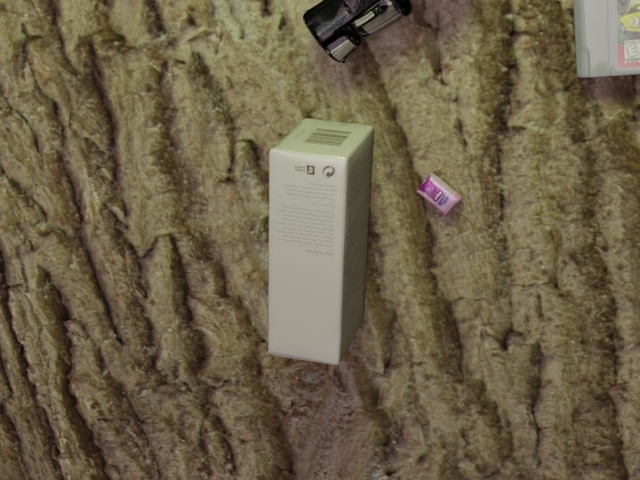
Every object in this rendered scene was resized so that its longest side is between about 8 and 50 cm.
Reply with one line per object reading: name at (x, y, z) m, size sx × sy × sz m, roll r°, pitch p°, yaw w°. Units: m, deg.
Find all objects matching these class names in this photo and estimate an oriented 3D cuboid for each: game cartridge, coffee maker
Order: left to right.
coffee maker at (0.060, -0.459, 1.956) m, size 0.178 × 0.120 × 0.171 m, roll -31°, pitch 78°, yaw 24°
game cartridge at (0.610, -0.403, 1.838) m, size 0.294 × 0.060 × 0.196 m, roll -2°, pitch 108°, yaw 18°

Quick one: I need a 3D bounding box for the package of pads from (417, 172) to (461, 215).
package of pads at (0.246, -0.096, 2.089) m, size 0.083 × 0.032 × 0.050 m, roll 39°, pitch 115°, yaw -2°

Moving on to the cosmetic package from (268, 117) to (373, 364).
cosmetic package at (0.000, 0.000, 2.095) m, size 0.161 × 0.230 × 0.453 m, roll 8°, pitch 114°, yaw 14°
